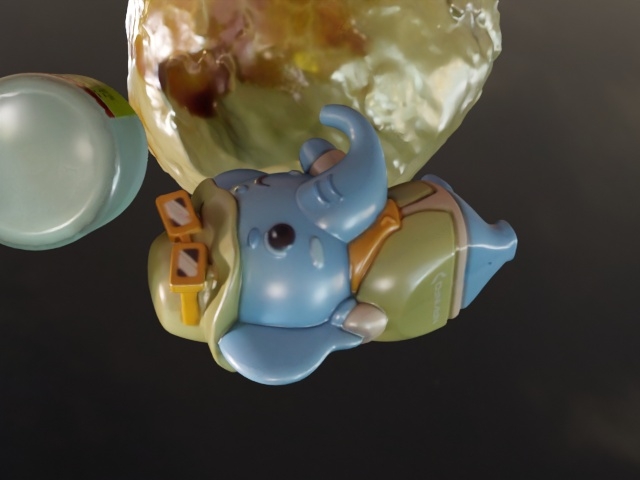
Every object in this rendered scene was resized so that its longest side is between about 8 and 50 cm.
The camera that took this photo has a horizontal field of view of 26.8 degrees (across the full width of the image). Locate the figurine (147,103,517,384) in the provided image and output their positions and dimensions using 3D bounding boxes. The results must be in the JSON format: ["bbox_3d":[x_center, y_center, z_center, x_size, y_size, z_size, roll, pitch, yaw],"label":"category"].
[{"bbox_3d":[0.001,0.003,0.991,0.262,0.180,0.154,-21,170,-18],"label":"figurine"}]

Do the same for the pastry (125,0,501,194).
[{"bbox_3d":[-0.024,-0.211,1.328,0.313,0.388,0.388,42,-175,-28],"label":"pastry"}]

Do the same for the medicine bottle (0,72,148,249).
[{"bbox_3d":[-0.220,-0.071,1.128,0.139,0.139,0.225,16,-174,-1],"label":"medicine bottle"}]
